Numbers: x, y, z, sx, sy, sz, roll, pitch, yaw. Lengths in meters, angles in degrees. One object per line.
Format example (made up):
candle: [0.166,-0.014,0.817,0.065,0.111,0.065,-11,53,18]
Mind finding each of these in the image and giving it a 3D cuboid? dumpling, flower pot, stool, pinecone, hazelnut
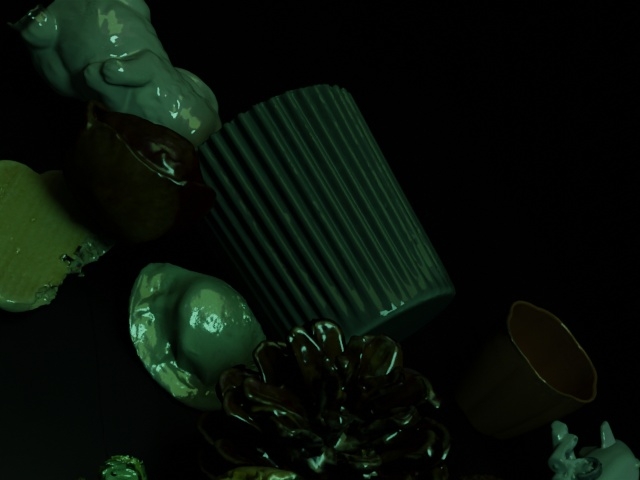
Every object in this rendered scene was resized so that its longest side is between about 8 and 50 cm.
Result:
dumpling: [-0.144,0.113,1.089,0.219,0.108,0.153,36,32,-5]
flower pot: [0.313,0.222,1.385,0.190,0.173,0.191,27,34,-20]
stool: [0.000,0.000,1.219,0.297,0.297,0.330,-9,62,-51]
pinecone: [0.009,0.219,0.972,0.298,0.296,0.242,13,53,1]
hazelnut: [-0.236,-0.091,1.099,0.160,0.170,0.202,-34,95,-19]

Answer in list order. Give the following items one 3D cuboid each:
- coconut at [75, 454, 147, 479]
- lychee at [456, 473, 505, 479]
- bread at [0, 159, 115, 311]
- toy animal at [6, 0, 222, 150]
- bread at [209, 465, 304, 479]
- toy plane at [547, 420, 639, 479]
coconut: [-0.223,0.288,0.832,0.158,0.055,0.133,-14,86,-56]
lychee: [0.207,0.382,1.080,0.194,0.194,0.194,28,34,-21]
bread: [-0.364,-0.017,1.073,0.181,0.039,0.251,40,32,-2]
toy animal: [-0.284,-0.242,1.326,0.357,0.194,0.258,48,4,-20]
bread: [-0.127,0.296,0.804,0.133,0.252,0.174,31,27,28]
toy plane: [0.413,0.387,1.330,0.252,0.118,0.252,16,67,-43]
